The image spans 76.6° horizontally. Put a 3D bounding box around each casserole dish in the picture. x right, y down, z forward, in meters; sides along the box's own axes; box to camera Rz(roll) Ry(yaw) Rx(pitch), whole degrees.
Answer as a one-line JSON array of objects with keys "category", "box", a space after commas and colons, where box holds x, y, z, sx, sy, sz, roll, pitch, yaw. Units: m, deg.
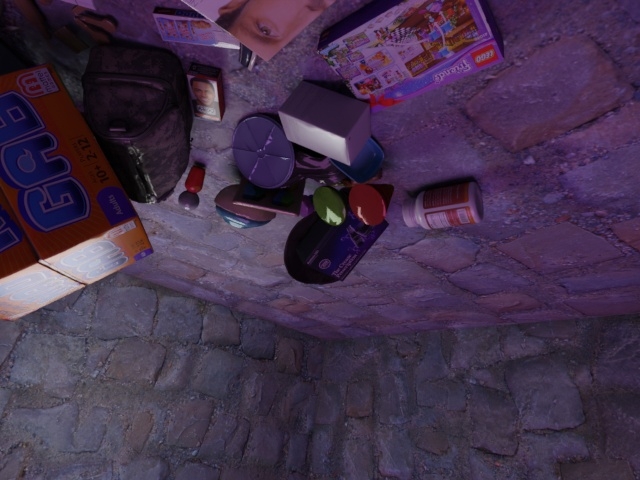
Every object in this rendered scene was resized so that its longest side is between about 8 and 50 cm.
[{"category": "casserole dish", "box": [0.089, -0.230, 1.070, 0.188, 0.114, 0.037, 31, -170, -41]}]

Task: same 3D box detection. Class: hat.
[{"category": "hat", "box": [0.000, 0.000, 1.482, 0.332, 0.134, 0.331, -11, 125, -16]}]

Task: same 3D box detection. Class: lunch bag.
[{"category": "lunch bag", "box": [-0.429, -0.258, 0.973, 0.213, 0.255, 0.305, 4, 156, -9]}]

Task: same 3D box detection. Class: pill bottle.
[{"category": "pill bottle", "box": [0.364, -0.098, 1.214, 0.216, 0.121, 0.121, -7, 150, 33]}]

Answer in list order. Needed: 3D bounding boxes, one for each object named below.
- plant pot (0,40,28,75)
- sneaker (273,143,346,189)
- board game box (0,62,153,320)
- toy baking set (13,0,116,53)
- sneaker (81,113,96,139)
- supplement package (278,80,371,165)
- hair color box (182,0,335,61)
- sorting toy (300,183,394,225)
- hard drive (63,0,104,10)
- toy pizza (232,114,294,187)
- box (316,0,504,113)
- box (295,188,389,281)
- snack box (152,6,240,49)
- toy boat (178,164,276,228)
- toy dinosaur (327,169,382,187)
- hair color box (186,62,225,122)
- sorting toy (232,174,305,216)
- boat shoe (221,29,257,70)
[{"category": "plant pot", "box": [-0.867, -0.381, 0.932, 0.248, 0.247, 0.252, 1, 139, 18]}, {"category": "sneaker", "box": [-0.066, -0.226, 1.143, 0.287, 0.109, 0.130, -6, 142, 16]}, {"category": "board game box", "box": [-0.627, -0.077, 0.874, 0.357, 0.356, 0.356, -30, 177, -21]}, {"category": "toy baking set", "box": [-0.531, -0.490, 0.813, 0.197, 0.030, 0.256, 3, 155, 7]}, {"category": "sneaker", "box": [-0.715, -0.327, 1.188, 0.186, 0.069, 0.084, 16, 164, 1]}, {"category": "supplement package", "box": [0.013, -0.268, 0.925, 0.179, 0.105, 0.105, 28, 161, 20]}, {"category": "hair color box", "box": [-0.025, -0.421, 0.539, 0.339, 0.110, 0.185, -26, 155, 31]}, {"category": "sorting toy", "box": [0.079, -0.126, 1.204, 0.366, 0.126, 0.127, 3, 120, 48]}, {"category": "hard drive", "box": [-0.559, -0.539, 0.647, 0.353, 0.047, 0.233, 15, 148, -4]}, {"category": "toy pizza", "box": [-0.153, -0.240, 1.099, 0.202, 0.032, 0.201, 14, 121, 24]}, {"category": "box", "box": [0.168, -0.372, 0.775, 0.294, 0.057, 0.201, -11, 148, 37]}, {"category": "box", "box": [0.071, -0.012, 1.360, 0.184, 0.103, 0.261, 27, 108, -31]}, {"category": "snack box", "box": [-0.246, -0.434, 0.832, 0.179, 0.022, 0.064, 8, 156, 3]}, {"category": "toy boat", "box": [-0.300, -0.120, 1.313, 0.319, 0.148, 0.267, 23, -167, 5]}, {"category": "toy dinosaur", "box": [0.078, -0.178, 1.214, 0.212, 0.064, 0.112, -5, 153, 29]}, {"category": "hair color box", "box": [-0.275, -0.355, 0.984, 0.072, 0.043, 0.141, 12, 154, -3]}, {"category": "sorting toy", "box": [-0.146, -0.154, 1.209, 0.193, 0.208, 0.038, 11, 129, -4]}, {"category": "boat shoe", "box": [-0.129, -0.423, 0.727, 0.079, 0.095, 0.254, 13, 154, -11]}]
